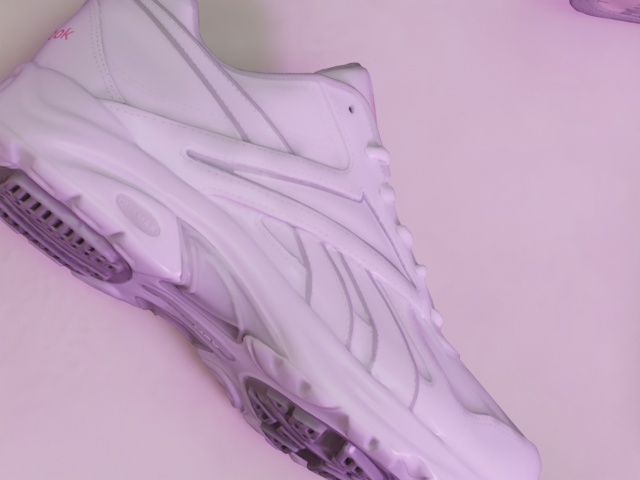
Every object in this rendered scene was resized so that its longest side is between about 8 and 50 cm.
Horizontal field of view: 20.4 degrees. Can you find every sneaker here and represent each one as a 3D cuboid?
[{"bbox_3d":[0.000,0.000,0.584,0.232,0.090,0.115,42,69,-17],"label":"sneaker"}]

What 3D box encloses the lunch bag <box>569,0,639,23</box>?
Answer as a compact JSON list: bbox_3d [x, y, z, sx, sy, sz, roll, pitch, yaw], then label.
[{"bbox_3d":[0.152,-0.178,0.574,0.287,0.235,0.169,41,68,-16],"label":"lunch bag"}]
